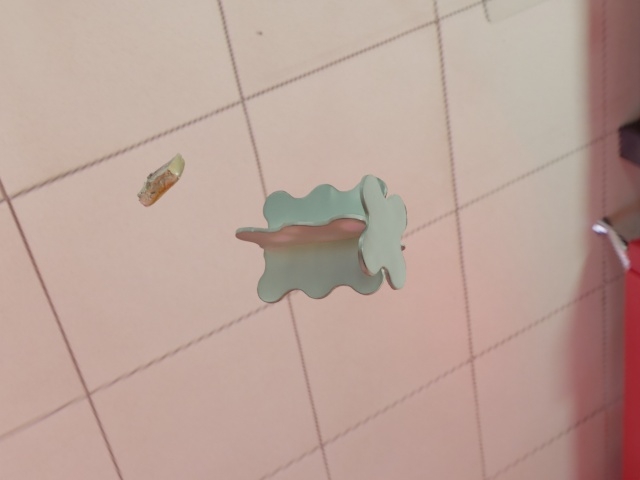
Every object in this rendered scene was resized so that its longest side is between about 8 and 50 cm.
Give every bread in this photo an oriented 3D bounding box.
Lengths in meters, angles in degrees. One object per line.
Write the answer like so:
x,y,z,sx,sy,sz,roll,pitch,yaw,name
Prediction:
-0.241,-0.091,1.481,0.083,0.070,0.035,-37,108,22,bread

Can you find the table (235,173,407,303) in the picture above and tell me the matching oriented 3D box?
0.000,0.000,1.331,0.166,0.198,0.167,22,65,-59,table
